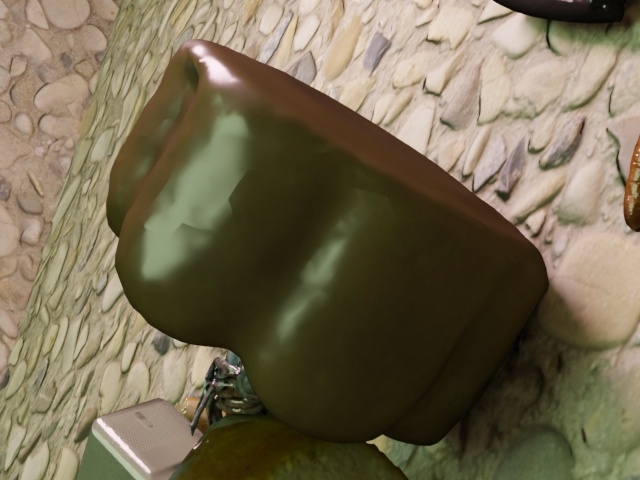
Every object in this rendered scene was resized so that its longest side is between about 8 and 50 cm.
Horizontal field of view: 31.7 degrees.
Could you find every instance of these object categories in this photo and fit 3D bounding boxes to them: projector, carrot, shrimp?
[{"bbox_3d":[-0.212,0.357,1.530,0.242,0.163,0.177,38,121,33],"label":"projector"},{"bbox_3d":[0.332,-0.101,1.105,0.047,0.047,0.191,15,82,65],"label":"carrot"},{"bbox_3d":[-0.102,0.202,1.485,0.372,0.172,0.137,107,151,-45],"label":"shrimp"}]

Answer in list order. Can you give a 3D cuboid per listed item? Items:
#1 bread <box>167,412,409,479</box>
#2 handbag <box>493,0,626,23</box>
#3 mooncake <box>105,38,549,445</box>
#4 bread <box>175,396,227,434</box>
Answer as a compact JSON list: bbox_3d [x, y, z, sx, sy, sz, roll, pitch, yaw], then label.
[{"bbox_3d":[-0.097,0.361,1.127,0.395,0.264,0.239,-51,9,-36],"label":"bread"},{"bbox_3d":[0.316,-0.375,1.339,0.244,0.088,0.275,-66,28,5],"label":"handbag"},{"bbox_3d":[0.000,0.000,1.185,0.262,0.467,0.467,-56,26,12],"label":"mooncake"},{"bbox_3d":[-0.182,0.295,1.684,0.125,0.106,0.082,-63,7,8],"label":"bread"}]
